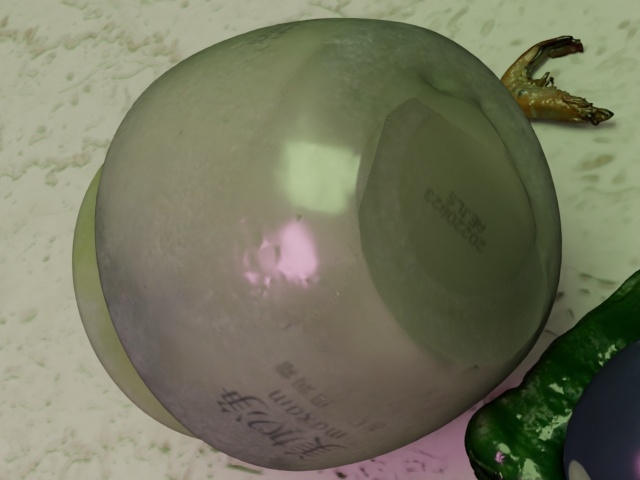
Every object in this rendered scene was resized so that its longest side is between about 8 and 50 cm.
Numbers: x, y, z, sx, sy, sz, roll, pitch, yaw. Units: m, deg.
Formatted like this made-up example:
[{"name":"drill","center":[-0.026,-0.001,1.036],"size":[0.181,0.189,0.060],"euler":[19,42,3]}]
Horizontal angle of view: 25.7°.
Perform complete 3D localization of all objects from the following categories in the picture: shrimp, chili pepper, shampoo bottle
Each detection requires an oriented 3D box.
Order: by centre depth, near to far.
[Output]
[{"name":"chili pepper","center":[0.200,0.115,0.977],"size":[0.270,0.099,0.136],"euler":[-40,59,-4]},{"name":"shampoo bottle","center":[0.000,0.000,1.017],"size":[0.317,0.322,0.322],"euler":[-21,47,44]},{"name":"shrimp","center":[0.208,-0.133,1.195],"size":[0.127,0.025,0.091],"euler":[29,75,44]}]

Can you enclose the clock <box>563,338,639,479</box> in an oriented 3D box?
[{"name":"clock","center":[0.265,0.149,0.839],"size":[0.243,0.199,0.147],"euler":[21,67,7]}]
